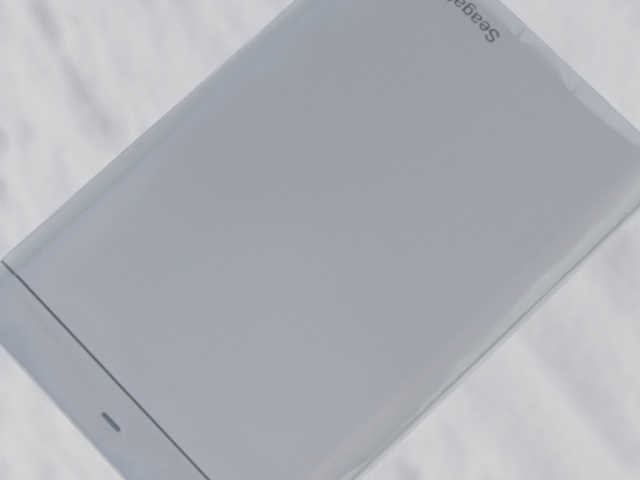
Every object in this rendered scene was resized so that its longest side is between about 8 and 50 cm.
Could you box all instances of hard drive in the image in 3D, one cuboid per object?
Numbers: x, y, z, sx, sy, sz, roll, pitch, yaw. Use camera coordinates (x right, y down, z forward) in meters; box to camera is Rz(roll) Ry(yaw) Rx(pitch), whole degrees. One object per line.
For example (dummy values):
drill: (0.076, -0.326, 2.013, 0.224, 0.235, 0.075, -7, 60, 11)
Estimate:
hard drive: (0.000, 0.000, 1.062, 0.233, 0.353, 0.047, 45, 169, 11)
